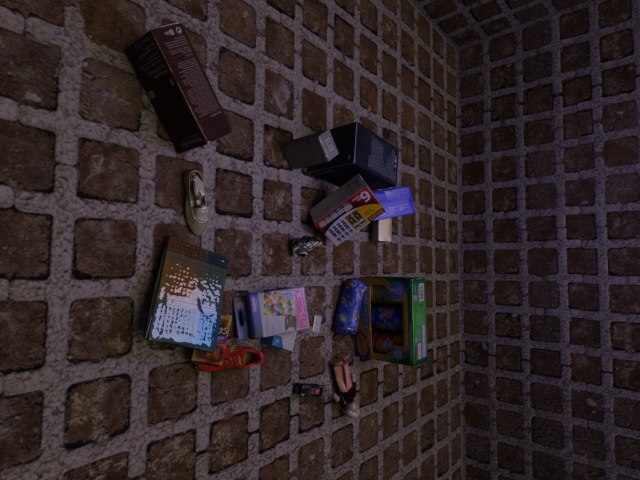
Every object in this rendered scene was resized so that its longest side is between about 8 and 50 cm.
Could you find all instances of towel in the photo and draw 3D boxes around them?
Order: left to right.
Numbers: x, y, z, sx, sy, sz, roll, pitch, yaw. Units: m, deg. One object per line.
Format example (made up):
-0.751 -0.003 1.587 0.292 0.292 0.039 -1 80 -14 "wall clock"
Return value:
-0.460 0.192 1.447 0.271 0.040 0.370 29 53 -42 "towel"

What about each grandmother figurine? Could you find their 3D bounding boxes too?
0.133 0.773 2.139 0.208 0.104 0.342 -23 103 -39 "grandmother figurine"

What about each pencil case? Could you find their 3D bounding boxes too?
0.162 0.349 2.168 0.119 0.133 0.306 37 62 -46 "pencil case"

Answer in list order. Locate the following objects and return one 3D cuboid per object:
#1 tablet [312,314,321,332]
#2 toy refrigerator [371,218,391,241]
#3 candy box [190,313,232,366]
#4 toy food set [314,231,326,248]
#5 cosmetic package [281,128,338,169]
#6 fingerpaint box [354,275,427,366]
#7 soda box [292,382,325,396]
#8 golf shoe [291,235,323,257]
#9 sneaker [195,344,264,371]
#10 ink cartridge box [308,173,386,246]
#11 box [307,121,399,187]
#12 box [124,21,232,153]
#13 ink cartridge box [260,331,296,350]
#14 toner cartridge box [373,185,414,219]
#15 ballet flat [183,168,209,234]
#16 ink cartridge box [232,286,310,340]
-0.016 0.418 2.051 0.054 0.006 0.083 23 70 -46 "tablet"
0.365 -0.125 2.433 0.094 0.102 0.269 4 84 -19 "toy refrigerator"
-0.400 0.361 1.508 0.109 0.053 0.186 14 60 -14 "candy box"
0.000 0.000 2.083 0.083 0.020 0.083 -3 91 -50 "toy food set"
-0.050 -0.415 1.885 0.107 0.238 0.127 -47 120 -43 "cosmetic package"
0.372 0.421 2.227 0.163 0.371 0.444 2 87 -49 "fingerpaint box"
-0.055 0.711 1.948 0.169 0.060 0.053 24 68 -46 "soda box"
-0.068 0.032 1.974 0.198 0.077 0.093 -6 106 -45 "golf shoe"
-0.341 0.448 1.575 0.279 0.118 0.107 5 84 -42 "sneaker"
0.151 -0.128 2.045 0.272 0.309 0.130 44 16 -39 "ink cartridge box"
0.175 -0.409 2.104 0.395 0.294 0.211 15 76 -49 "box"
-0.485 -0.512 1.415 0.143 0.191 0.381 -46 120 -41 "box"
-0.167 0.360 1.822 0.134 0.078 0.231 31 65 -44 "ink cartridge box"
0.360 -0.205 2.344 0.348 0.075 0.165 -11 88 -20 "toner cartridge box"
-0.454 -0.143 1.512 0.086 0.086 0.248 -15 100 -49 "ballet flat"
-0.200 0.303 1.713 0.311 0.065 0.185 -4 81 -30 "ink cartridge box"
